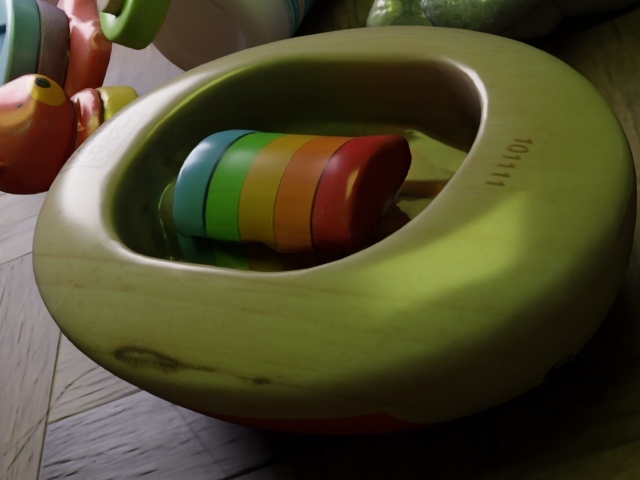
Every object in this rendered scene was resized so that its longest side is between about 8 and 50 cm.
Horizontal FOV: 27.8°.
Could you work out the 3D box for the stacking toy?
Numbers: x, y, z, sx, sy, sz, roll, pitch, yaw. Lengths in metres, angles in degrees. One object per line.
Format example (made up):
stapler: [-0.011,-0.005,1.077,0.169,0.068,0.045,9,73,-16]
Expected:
stacking toy: [-0.239,-0.191,1.132,0.309,0.130,0.279,51,128,56]

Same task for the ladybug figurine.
ladybug figurine: [0.000,0.000,0.840,0.449,0.162,0.305,10,53,41]

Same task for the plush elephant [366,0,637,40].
plush elephant: [0.169,-0.298,0.982,0.330,0.255,0.272,17,58,45]

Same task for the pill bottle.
pill bottle: [-0.056,-0.281,1.214,0.146,0.146,0.264,0,46,35]
